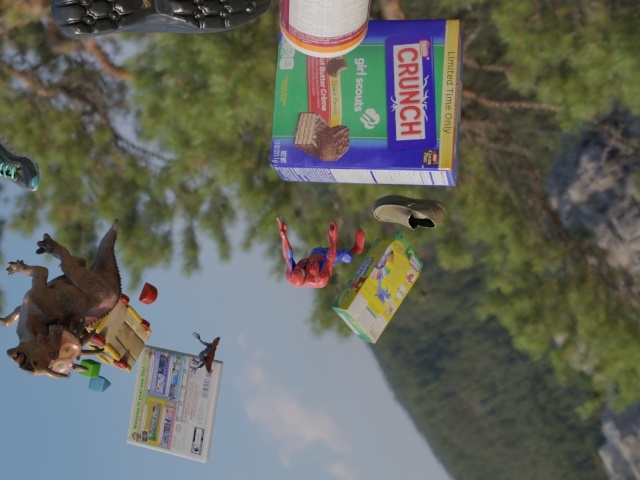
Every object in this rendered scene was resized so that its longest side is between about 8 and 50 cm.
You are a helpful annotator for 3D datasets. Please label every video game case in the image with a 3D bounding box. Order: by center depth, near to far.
[{"bbox_3d":[-0.307,0.340,2.198,0.023,0.193,0.212,5,-86,-68],"label":"video game case"}]

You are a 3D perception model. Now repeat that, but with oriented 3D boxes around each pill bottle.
[{"bbox_3d":[0.009,-0.346,1.323,0.221,0.121,0.121,94,154,-57],"label":"pill bottle"}]

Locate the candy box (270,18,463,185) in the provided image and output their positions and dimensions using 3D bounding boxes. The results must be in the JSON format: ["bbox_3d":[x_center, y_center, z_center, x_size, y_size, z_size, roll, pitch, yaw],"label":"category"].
[{"bbox_3d":[0.084,-0.239,1.826,0.122,0.317,0.268,43,-130,-76],"label":"candy box"}]

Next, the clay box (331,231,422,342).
[{"bbox_3d":[0.130,0.098,2.298,0.053,0.222,0.127,11,149,47],"label":"clay box"}]

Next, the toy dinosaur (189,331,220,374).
[{"bbox_3d":[-0.188,0.196,1.789,0.090,0.082,0.047,28,136,30],"label":"toy dinosaur"}]

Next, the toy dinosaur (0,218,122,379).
[{"bbox_3d":[-0.383,0.104,1.624,0.200,0.295,0.127,33,145,21],"label":"toy dinosaur"}]

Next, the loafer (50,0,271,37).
[{"bbox_3d":[-0.163,-0.251,1.075,0.078,0.223,0.076,-126,31,-63],"label":"loafer"}]

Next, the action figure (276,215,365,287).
[{"bbox_3d":[0.000,0.000,1.915,0.280,0.091,0.139,-43,-48,-63],"label":"action figure"}]

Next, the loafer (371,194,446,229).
[{"bbox_3d":[0.168,-0.053,2.030,0.056,0.148,0.050,70,-150,-43],"label":"loafer"}]

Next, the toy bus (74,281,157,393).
[{"bbox_3d":[-0.394,0.154,1.903,0.191,0.104,0.202,-23,-56,-60],"label":"toy bus"}]

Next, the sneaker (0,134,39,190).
[{"bbox_3d":[-0.553,-0.128,1.822,0.166,0.076,0.065,29,119,36],"label":"sneaker"}]
